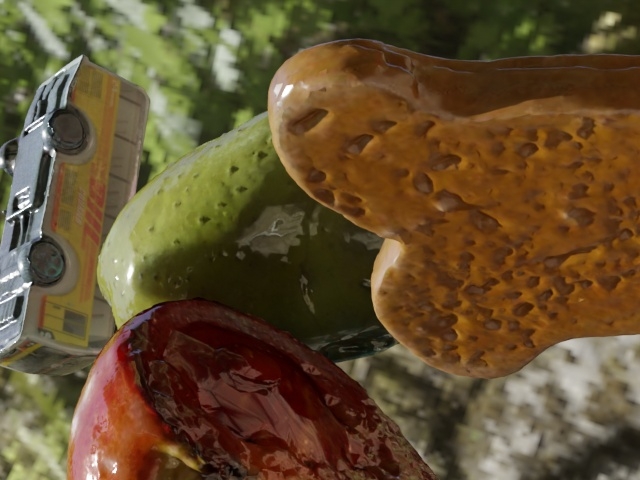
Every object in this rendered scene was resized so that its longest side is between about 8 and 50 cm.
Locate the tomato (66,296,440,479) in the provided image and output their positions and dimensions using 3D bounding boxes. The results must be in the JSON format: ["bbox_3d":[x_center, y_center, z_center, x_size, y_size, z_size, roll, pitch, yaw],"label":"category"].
[{"bbox_3d":[-0.032,0.149,0.900,0.139,0.233,0.200,-47,-27,22],"label":"tomato"}]

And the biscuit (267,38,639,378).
[{"bbox_3d":[0.157,-0.018,0.643,0.205,0.324,0.049,60,-145,-45],"label":"biscuit"}]

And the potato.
[{"bbox_3d":[0.000,0.000,1.018,0.248,0.143,0.169,-19,-39,6],"label":"potato"}]

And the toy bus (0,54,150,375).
[{"bbox_3d":[-0.211,-0.017,1.535,0.106,0.092,0.268,24,-122,-30],"label":"toy bus"}]
